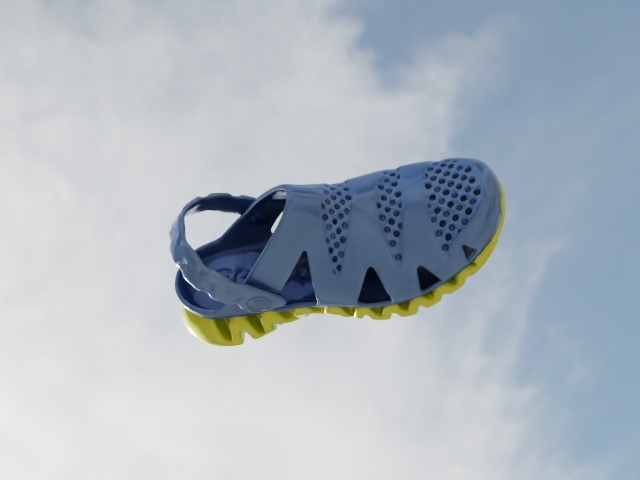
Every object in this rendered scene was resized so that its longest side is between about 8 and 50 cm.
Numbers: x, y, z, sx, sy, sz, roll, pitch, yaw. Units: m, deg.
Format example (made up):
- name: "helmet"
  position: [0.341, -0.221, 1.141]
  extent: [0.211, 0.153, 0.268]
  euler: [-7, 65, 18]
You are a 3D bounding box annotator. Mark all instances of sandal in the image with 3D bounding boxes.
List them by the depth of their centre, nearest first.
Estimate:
- name: "sandal"
  position: [0.000, 0.000, 0.922]
  extent: [0.317, 0.126, 0.138]
  euler: [-19, -38, 14]
